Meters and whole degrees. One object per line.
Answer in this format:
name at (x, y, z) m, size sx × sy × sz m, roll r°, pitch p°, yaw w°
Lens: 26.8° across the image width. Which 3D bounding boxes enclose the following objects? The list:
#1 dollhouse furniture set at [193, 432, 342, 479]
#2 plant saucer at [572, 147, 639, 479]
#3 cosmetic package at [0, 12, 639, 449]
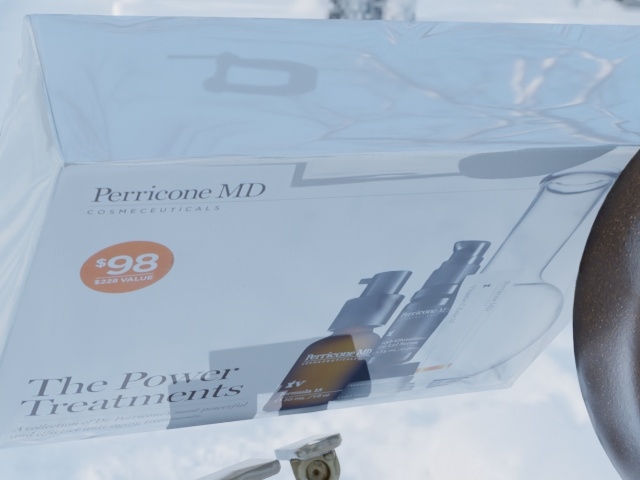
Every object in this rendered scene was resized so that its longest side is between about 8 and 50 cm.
dollhouse furniture set at (0.003, 0.209, 0.892) m, size 0.144 × 0.151 × 0.123 m, roll -20°, pitch -5°, yaw -13°
plant saucer at (0.278, 0.055, 0.656) m, size 0.310 × 0.311 × 0.050 m, roll 6°, pitch 17°, yaw 14°
cosmetic package at (0.000, 0.000, 0.768) m, size 0.377 × 0.284 × 0.097 m, roll -4°, pitch 56°, yaw -25°
